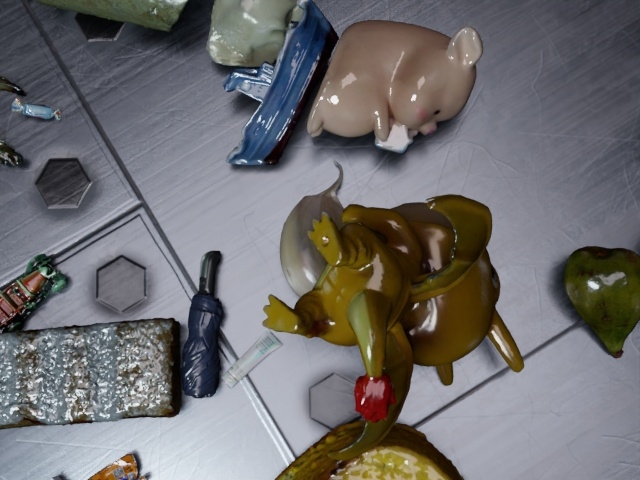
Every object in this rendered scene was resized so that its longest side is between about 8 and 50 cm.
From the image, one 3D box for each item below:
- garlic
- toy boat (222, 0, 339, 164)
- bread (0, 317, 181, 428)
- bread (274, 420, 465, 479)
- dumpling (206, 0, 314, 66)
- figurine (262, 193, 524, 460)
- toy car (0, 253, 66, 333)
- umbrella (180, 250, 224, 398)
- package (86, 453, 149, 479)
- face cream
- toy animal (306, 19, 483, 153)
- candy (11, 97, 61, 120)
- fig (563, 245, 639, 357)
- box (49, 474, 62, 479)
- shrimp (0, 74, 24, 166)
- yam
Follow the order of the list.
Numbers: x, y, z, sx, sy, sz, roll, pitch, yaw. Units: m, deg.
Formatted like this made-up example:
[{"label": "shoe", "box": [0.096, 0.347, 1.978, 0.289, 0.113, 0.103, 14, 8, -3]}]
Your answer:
[{"label": "garlic", "box": [-0.003, -0.004, 1.491, 0.128, 0.148, 0.266, -15, 85, 36]}, {"label": "toy boat", "box": [-0.082, -0.264, 1.499, 0.142, 0.129, 0.309, 25, 101, -7]}, {"label": "bread", "box": [-0.433, 0.223, 1.456, 0.416, 0.113, 0.165, -6, 83, 0]}, {"label": "bread", "box": [0.069, 0.459, 1.363, 0.358, 0.204, 0.337, -44, 78, -3]}, {"label": "dumpling", "box": [-0.098, -0.392, 1.547, 0.166, 0.126, 0.216, 28, 73, -21]}, {"label": "figurine", "box": [0.115, 0.106, 1.331, 0.268, 0.387, 0.401, 23, 101, 40]}, {"label": "toy car", "box": [-0.498, 0.090, 1.506, 0.143, 0.054, 0.073, -43, 83, -4]}, {"label": "umbrella", "box": [-0.196, 0.137, 1.491, 0.071, 0.071, 0.248, -1, 77, 1]}, {"label": "package", "box": [-0.335, 0.403, 1.464, 0.111, 0.033, 0.077, -39, 92, 0]}, {"label": "face cream", "box": [-0.116, 0.198, 1.496, 0.115, 0.020, 0.038, -44, 82, -6]}, {"label": "toy animal", "box": [0.121, -0.253, 1.475, 0.256, 0.195, 0.213, 11, 90, 0]}, {"label": "candy", "box": [-0.493, -0.228, 1.561, 0.083, 0.020, 0.030, 6, 90, -22]}, {"label": "fig", "box": [0.465, 0.091, 1.468, 0.133, 0.185, 0.126, -10, 43, 5]}, {"label": "box", "box": [-0.456, 0.468, 1.455, 0.084, 0.040, 0.154, 43, 86, 5]}, {"label": "shrimp", "box": [-0.584, -0.220, 1.562, 0.217, 0.051, 0.150, 36, 76, 5]}, {"label": "yam", "box": [-0.338, -0.456, 1.530, 0.304, 0.168, 0.168, 13, 82, 2]}]
